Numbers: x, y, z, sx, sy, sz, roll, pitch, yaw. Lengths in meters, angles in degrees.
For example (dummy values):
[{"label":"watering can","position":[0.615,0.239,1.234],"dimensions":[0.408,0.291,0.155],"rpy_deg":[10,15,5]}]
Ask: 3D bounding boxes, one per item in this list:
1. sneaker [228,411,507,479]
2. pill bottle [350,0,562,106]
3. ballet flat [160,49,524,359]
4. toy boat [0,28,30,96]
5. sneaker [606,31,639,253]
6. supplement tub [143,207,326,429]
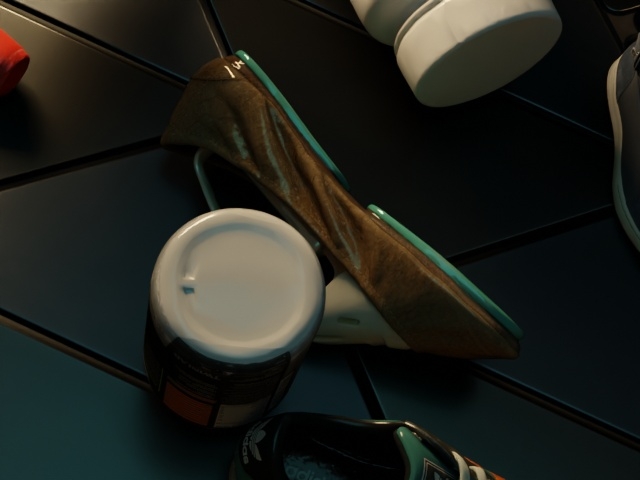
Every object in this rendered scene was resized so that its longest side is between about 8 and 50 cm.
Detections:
[{"label":"sneaker","position":[0.082,0.199,0.910],"dimensions":[0.302,0.121,0.108],"rpy_deg":[17,65,-3]},{"label":"pill bottle","position":[0.083,-0.267,1.091],"dimensions":[0.160,0.160,0.283],"rpy_deg":[-20,72,-17]},{"label":"ballet flat","position":[0.000,0.000,1.000],"dimensions":[0.124,0.116,0.342],"rpy_deg":[-44,79,-3]},{"label":"toy boat","position":[-0.246,-0.263,0.972],"dimensions":[0.148,0.318,0.267],"rpy_deg":[36,30,0]},{"label":"sneaker","position":[0.304,-0.093,1.056],"dimensions":[0.086,0.163,0.226],"rpy_deg":[-3,69,-13]},{"label":"supplement tub","position":[-0.066,0.064,0.905],"dimensions":[0.117,0.190,0.117],"rpy_deg":[4,67,-9]}]
